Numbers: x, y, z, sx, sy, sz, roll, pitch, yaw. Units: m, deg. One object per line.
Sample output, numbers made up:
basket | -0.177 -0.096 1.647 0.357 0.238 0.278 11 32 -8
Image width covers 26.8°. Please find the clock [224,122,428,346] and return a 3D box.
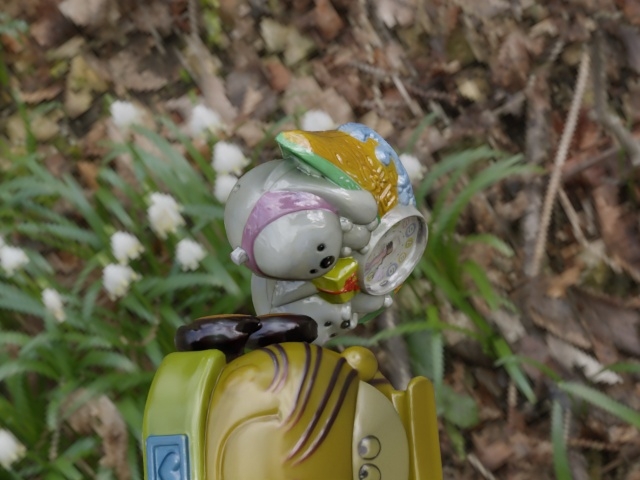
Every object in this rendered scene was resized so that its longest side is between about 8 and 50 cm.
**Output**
clock | 0.000 0.000 0.995 0.103 0.231 0.144 33 66 34

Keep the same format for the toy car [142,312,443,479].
toy car | -0.006 0.144 0.890 0.142 0.200 0.248 -7 -4 25
